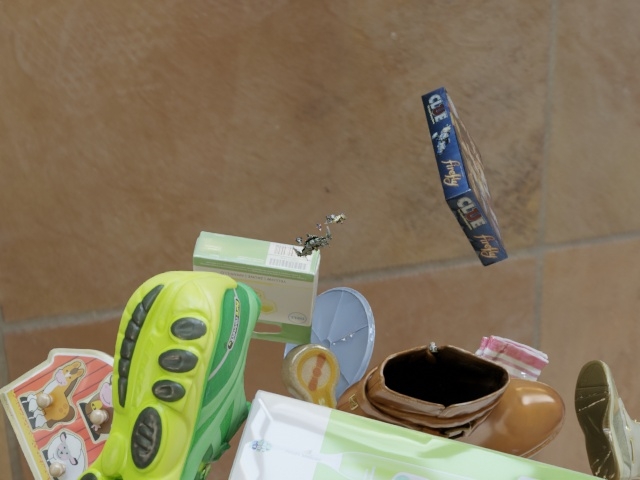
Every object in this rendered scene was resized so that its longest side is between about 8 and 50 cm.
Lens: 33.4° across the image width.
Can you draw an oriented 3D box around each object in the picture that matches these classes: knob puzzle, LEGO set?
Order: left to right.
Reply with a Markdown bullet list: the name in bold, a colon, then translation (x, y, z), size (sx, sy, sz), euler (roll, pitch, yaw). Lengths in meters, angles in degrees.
- **knob puzzle**: translation (-0.305, 0.224, 1.351), size (0.213, 0.030, 0.213), euler (-2, 84, 17)
- **LEGO set**: translation (-0.001, 0.000, 1.201), size (0.054, 0.083, 0.023), euler (-19, 73, -29)

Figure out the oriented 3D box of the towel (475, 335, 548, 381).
- **towel**: translation (0.226, 0.228, 1.437), size (0.144, 0.029, 0.197), euler (21, 95, -46)

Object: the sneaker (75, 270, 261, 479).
- **sneaker**: translation (-0.110, 0.161, 0.822), size (0.123, 0.109, 0.296), euler (-5, 122, -51)

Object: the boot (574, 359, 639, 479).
- **boot**: translation (0.531, 0.319, 1.866), size (0.165, 0.077, 0.213), euler (9, 67, -38)

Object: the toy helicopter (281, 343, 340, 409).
- **toy helicopter**: translation (-0.002, 0.323, 1.494), size (0.234, 0.140, 0.355), euler (-10, 86, -23)

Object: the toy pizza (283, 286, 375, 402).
- **toy pizza**: translation (0.017, 0.172, 1.678), size (0.032, 0.201, 0.201), euler (26, 98, -38)

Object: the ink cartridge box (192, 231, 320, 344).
- **ink cartridge box**: translation (-0.093, 0.092, 1.530), size (0.171, 0.056, 0.235), euler (8, 137, 3)

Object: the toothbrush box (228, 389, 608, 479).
- **toothbrush box**: translation (0.062, 0.254, 0.788), size (0.283, 0.122, 0.206), euler (13, 68, 6)

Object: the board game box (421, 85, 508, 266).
- **board game box**: translation (0.221, -0.101, 1.642), size (0.042, 0.243, 0.165), euler (-22, 134, 16)

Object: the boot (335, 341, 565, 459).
- **boot**: translation (0.156, 0.161, 1.100), size (0.283, 0.109, 0.220), euler (2, 152, -12)
